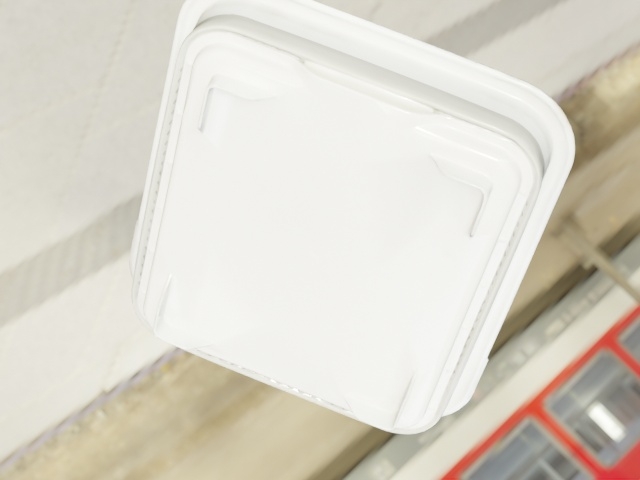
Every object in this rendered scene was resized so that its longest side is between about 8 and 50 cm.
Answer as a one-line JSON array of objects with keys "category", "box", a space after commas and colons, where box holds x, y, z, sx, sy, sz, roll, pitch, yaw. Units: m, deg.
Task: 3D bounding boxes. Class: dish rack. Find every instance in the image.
[{"category": "dish rack", "box": [0.000, 0.000, 1.051, 0.072, 0.285, 0.333, -62, 172, -48]}]
